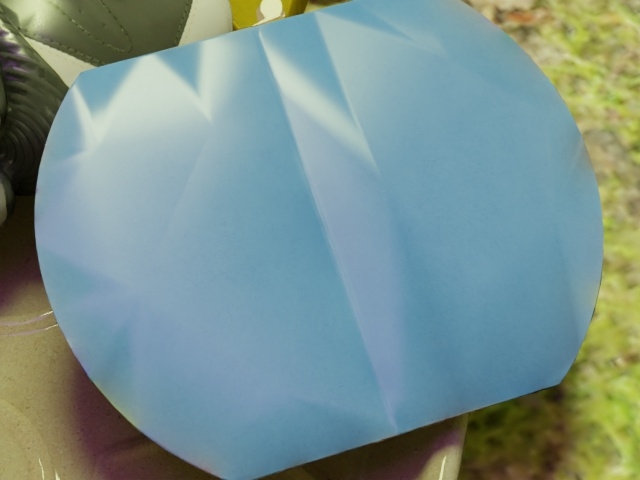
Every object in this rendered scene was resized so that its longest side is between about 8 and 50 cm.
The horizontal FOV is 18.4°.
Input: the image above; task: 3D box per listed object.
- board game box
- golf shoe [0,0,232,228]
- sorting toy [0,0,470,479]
[{"bbox_3d":[0.000,0.000,0.595,0.169,0.033,0.133,-17,74,-13],"label":"board game box"},{"bbox_3d":[-0.145,-0.112,0.677,0.120,0.105,0.273,-26,58,-26],"label":"golf shoe"},{"bbox_3d":[-0.056,0.010,0.648,0.229,0.041,0.307,5,56,12],"label":"sorting toy"}]
